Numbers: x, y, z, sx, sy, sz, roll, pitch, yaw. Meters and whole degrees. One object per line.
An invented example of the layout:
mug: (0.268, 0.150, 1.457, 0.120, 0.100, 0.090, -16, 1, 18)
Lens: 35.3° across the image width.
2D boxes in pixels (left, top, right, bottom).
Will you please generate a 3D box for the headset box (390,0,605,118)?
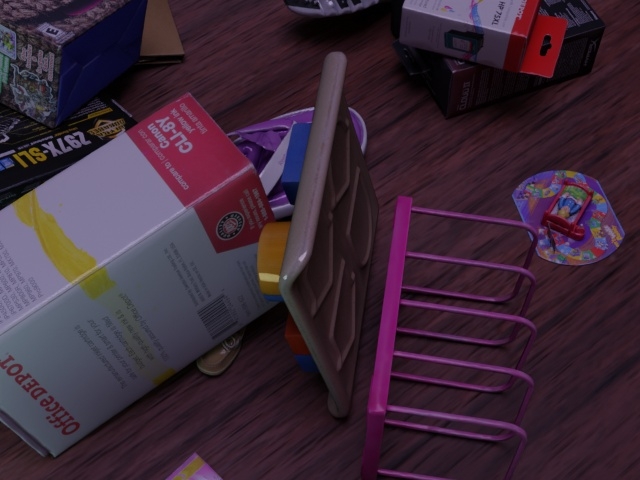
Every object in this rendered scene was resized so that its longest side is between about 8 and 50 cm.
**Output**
headset box: (0.259, -0.333, 1.587, 0.293, 0.110, 0.218, -19, 58, -12)

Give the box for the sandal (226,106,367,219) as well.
sandal: (-0.112, -0.101, 1.437, 0.416, 0.102, 0.169, -26, 59, -16)

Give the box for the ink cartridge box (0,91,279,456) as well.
ink cartridge box: (-0.243, 0.048, 1.199, 0.384, 0.279, 0.160, -35, 59, -11)

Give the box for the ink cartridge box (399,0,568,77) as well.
ink cartridge box: (0.245, -0.331, 1.471, 0.231, 0.078, 0.134, 16, 58, 10)

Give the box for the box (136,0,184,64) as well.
box: (-0.323, -0.363, 1.650, 0.164, 0.021, 0.201, -6, 53, -20)

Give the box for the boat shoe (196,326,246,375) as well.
boat shoe: (-0.121, 0.106, 1.327, 0.056, 0.048, 0.153, 21, 58, 15)

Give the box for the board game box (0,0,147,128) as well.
board game box: (-0.437, -0.328, 1.460, 0.291, 0.141, 0.232, 26, 42, 8)

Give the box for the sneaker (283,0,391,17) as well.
sneaker: (0.071, -0.422, 1.650, 0.292, 0.118, 0.110, -20, 86, -16)

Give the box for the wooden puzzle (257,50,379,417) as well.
wooden puzzle: (0.000, 0.000, 1.221, 0.080, 0.348, 0.322, 2, 55, 13)

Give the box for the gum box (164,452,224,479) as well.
gum box: (-0.174, 0.352, 1.150, 0.107, 0.062, 0.188, 38, 64, 23)

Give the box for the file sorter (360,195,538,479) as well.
file sorter: (0.159, 0.130, 1.216, 0.182, 0.202, 0.291, 8, 56, 4)

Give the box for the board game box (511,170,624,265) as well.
board game box: (0.357, -0.044, 1.434, 0.133, 0.033, 0.169, -12, 57, -7)

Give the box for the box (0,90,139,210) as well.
box: (-0.446, -0.150, 1.429, 0.257, 0.079, 0.322, 41, 46, 21)
